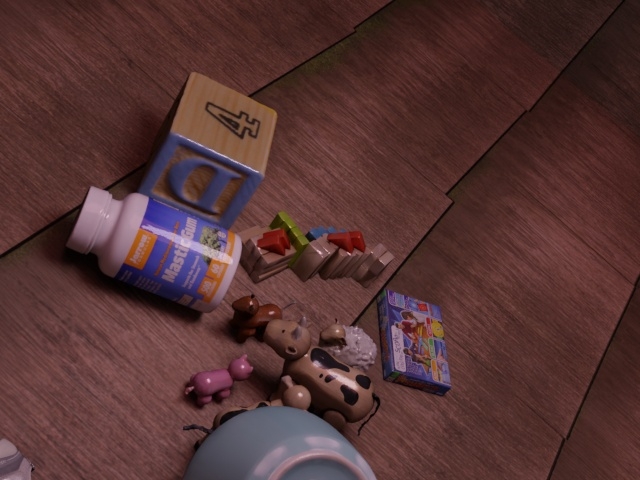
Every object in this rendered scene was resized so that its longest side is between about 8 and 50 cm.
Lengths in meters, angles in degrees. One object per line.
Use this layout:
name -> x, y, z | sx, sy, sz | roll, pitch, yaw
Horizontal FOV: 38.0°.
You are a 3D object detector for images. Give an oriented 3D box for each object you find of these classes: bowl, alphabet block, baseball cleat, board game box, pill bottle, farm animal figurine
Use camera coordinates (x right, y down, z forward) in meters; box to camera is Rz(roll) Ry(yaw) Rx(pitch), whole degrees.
bowl -> -0.033, 0.391, 1.321 | 0.312, 0.163, 0.311 | 5, 77, -24
alphabet block -> -0.214, -0.166, 1.775 | 0.194, 0.192, 0.197 | 26, 41, -17
baseball cleat -> -0.453, 0.350, 1.217 | 0.109, 0.072, 0.206 | 43, 44, -5
board game box -> 0.183, 0.200, 1.842 | 0.136, 0.035, 0.201 | 19, 44, -21
pill bottle -> -0.286, 0.010, 1.588 | 0.272, 0.152, 0.152 | 23, 43, -17
farm animal figurine -> -0.043, 0.225, 1.549 | 0.327, 0.172, 0.330 | 23, 43, -17

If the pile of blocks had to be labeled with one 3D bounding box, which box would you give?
pile of blocks -> 0.000, 0.000, 1.835 | 0.362, 0.112, 0.148 | 5, 51, -33
